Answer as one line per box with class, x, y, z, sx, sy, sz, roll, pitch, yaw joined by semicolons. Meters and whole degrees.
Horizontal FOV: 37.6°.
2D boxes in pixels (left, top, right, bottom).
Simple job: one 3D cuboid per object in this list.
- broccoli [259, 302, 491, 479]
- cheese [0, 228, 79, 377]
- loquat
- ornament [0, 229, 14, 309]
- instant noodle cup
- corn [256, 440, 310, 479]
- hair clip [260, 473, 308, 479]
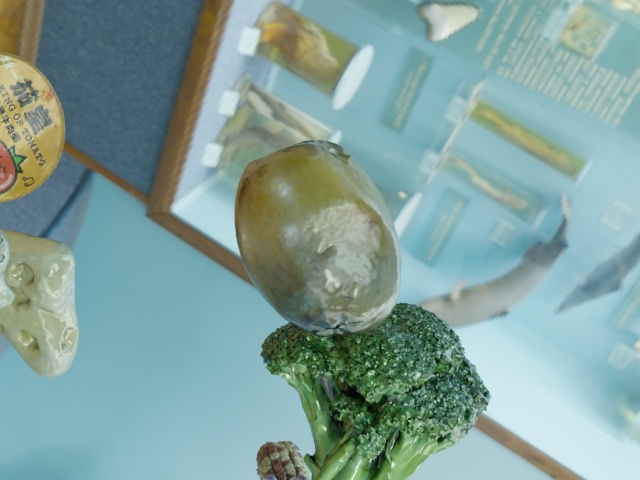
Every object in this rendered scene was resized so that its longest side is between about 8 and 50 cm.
broccoli;0.066;0.203;1.226;0.275;0.307;0.308;-62;170;-8
cheese;-0.679;0.121;2.028;0.130;0.328;0.351;-58;162;-49
loquat;0.000;0.000;1.038;0.179;0.227;0.179;-27;176;-2
ornament;-0.539;0.042;1.523;0.156;0.074;0.081;105;12;-47
instant noodle cup;-0.510;-0.168;1.387;0.215;0.172;0.216;-6;99;-38
corn;-0.042;0.412;1.411;0.079;0.237;0.079;-11;147;-7
hair clip;-0.030;0.449;1.283;0.090;0.137;0.279;-9;94;-62
